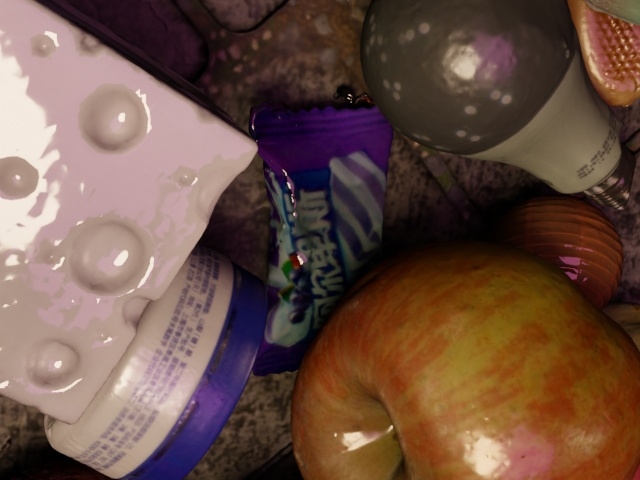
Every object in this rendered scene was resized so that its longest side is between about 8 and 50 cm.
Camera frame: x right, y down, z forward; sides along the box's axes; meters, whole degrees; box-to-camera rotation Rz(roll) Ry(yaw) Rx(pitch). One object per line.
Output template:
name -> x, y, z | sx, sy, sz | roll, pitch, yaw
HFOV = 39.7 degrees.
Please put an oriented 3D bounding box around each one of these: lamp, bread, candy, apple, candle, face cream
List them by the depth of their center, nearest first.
face cream -> -0.143, 0.096, 0.746 | 0.111, 0.206, 0.206 | 29, 97, -20
lamp -> 0.170, -0.118, 0.772 | 0.182, 0.182, 0.314 | -45, 103, 1
apple -> 0.137, 0.142, 0.780 | 0.301, 0.301, 0.302 | -5, 109, -15
candy -> 0.000, 0.000, 0.835 | 0.145, 0.070, 0.275 | -9, 114, -24
bread -> 0.274, -0.221, 0.843 | 0.114, 0.077, 0.189 | -7, 99, 4
candle -> 0.093, -0.127, 0.848 | 0.167, 0.021, 0.026 | 2, 106, -18
lamp -> 0.229, 0.021, 0.875 | 0.136, 0.136, 0.136 | -5, 109, -15

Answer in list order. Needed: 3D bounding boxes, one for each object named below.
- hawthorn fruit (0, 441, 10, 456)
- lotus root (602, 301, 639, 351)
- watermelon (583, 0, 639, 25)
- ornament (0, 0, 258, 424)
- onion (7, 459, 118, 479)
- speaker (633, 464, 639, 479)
hawthorn fruit -> -0.324, 0.230, 0.817 | 0.103, 0.067, 0.067 | -37, 115, -20
lotus root -> 0.282, 0.119, 0.949 | 0.183, 0.090, 0.077 | -15, 136, -11
watermelon -> 0.196, -0.296, 0.764 | 0.241, 0.094, 0.154 | 16, 89, 7
ornament -> -0.226, -0.058, 0.652 | 0.239, 0.240, 0.240 | 31, 97, -23
onion -> -0.233, 0.323, 0.802 | 0.252, 0.219, 0.252 | 18, 66, -45
speaker -> 0.258, 0.318, 0.959 | 0.294, 0.294, 0.294 | -5, 109, -15
